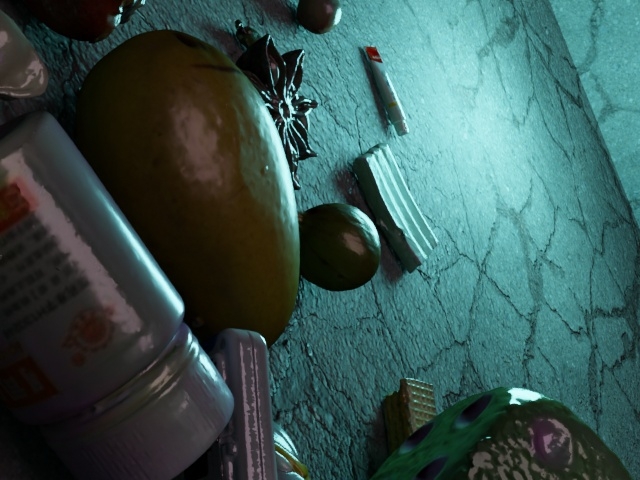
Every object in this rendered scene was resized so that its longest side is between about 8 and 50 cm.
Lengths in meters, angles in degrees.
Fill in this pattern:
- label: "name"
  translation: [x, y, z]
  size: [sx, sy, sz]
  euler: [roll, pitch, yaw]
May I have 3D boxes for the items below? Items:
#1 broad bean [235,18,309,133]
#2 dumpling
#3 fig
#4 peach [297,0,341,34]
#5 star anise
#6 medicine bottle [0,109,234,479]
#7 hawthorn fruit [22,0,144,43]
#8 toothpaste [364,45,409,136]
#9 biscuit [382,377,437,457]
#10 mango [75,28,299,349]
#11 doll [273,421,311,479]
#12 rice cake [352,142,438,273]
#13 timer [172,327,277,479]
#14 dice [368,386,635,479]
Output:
- label: "broad bean"
  translation: [-0.078, -0.272, 1.908]
  size: [0.227, 0.039, 0.069]
  euler: [55, 27, -20]
- label: "dumpling"
  translation: [-0.404, -0.209, 1.307]
  size: [0.169, 0.100, 0.134]
  euler: [53, 49, -22]
- label: "fig"
  translation: [0.005, -0.006, 1.783]
  size: [0.186, 0.148, 0.142]
  euler: [52, 30, -29]
- label: "peach"
  translation: [-0.004, -0.410, 2.069]
  size: [0.083, 0.083, 0.083]
  euler: [35, 45, -44]
- label: "star anise"
  translation: [-0.090, -0.197, 1.782]
  size: [0.223, 0.109, 0.236]
  euler: [-58, 138, -44]
- label: "medicine bottle"
  translation: [-0.272, 0.074, 1.224]
  size: [0.388, 0.219, 0.219]
  euler: [58, 33, -19]
- label: "hawthorn fruit"
  translation: [-0.308, -0.345, 1.482]
  size: [0.173, 0.179, 0.173]
  euler: [18, 90, -79]
- label: "toothpaste"
  translation: [0.131, -0.295, 2.258]
  size: [0.048, 0.031, 0.190]
  euler: [-10, 78, -55]
- label: "biscuit"
  translation: [0.161, 0.413, 1.855]
  size: [0.094, 0.054, 0.378]
  euler: [23, 54, -49]
- label: "mango"
  translation: [-0.153, -0.053, 1.489]
  size: [0.301, 0.220, 0.445]
  euler: [-39, 109, -60]
- label: "doll"
  translation: [-0.064, 0.318, 1.449]
  size: [0.145, 0.103, 0.316]
  euler: [17, 29, -31]
- label: "rice cake"
  translation: [0.137, -0.063, 2.113]
  size: [0.237, 0.043, 0.127]
  euler: [62, 31, -11]
- label: "timer"
  translation: [-0.130, 0.245, 1.385]
  size: [0.078, 0.178, 0.253]
  euler: [12, 60, -35]
- label: "dice"
  translation: [0.244, 0.427, 1.644]
  size: [0.318, 0.322, 0.330]
  euler: [49, 48, -3]
